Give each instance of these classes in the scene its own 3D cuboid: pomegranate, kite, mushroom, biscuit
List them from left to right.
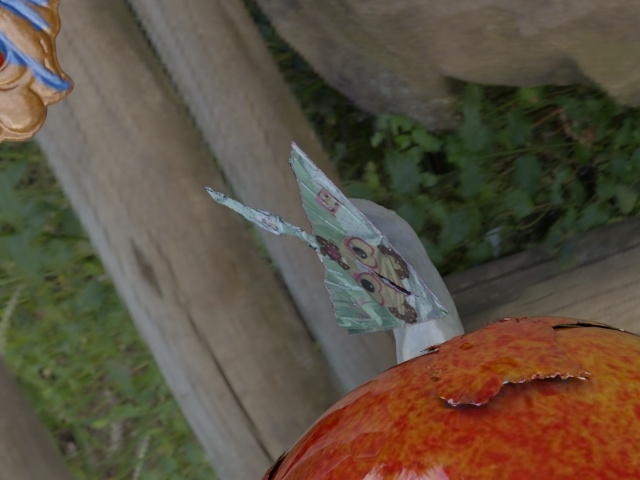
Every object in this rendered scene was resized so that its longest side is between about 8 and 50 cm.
[{"bbox_3d":[-0.295,-0.144,1.204,0.183,0.043,0.280,28,78,-14],"label":"biscuit"},{"bbox_3d":[-0.001,0.001,1.124,0.250,0.012,0.229,25,148,34],"label":"kite"},{"bbox_3d":[0.070,0.051,1.370,0.096,0.099,0.278,-33,43,1],"label":"mushroom"},{"bbox_3d":[0.079,0.126,0.463,0.210,0.235,0.210,25,118,61],"label":"pomegranate"}]
